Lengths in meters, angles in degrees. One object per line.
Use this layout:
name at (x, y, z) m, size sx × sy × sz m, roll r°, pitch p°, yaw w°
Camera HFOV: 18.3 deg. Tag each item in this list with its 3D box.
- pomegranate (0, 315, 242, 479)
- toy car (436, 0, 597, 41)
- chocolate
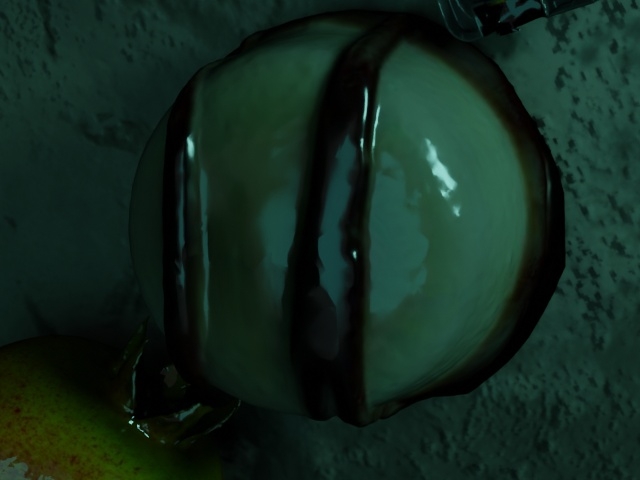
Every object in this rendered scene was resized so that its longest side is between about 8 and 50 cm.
pomegranate at (-0.159, 0.162, 1.326) m, size 0.256 × 0.221 × 0.221 m, roll -42°, pitch 90°, yaw 21°
toy car at (0.146, -0.190, 1.169) m, size 0.191 × 0.100 × 0.097 m, roll -13°, pitch 104°, yaw 43°
chocolate at (0.000, 0.000, 1.226) m, size 0.283 × 0.186 × 0.284 m, roll 6°, pitch 110°, yaw 17°
